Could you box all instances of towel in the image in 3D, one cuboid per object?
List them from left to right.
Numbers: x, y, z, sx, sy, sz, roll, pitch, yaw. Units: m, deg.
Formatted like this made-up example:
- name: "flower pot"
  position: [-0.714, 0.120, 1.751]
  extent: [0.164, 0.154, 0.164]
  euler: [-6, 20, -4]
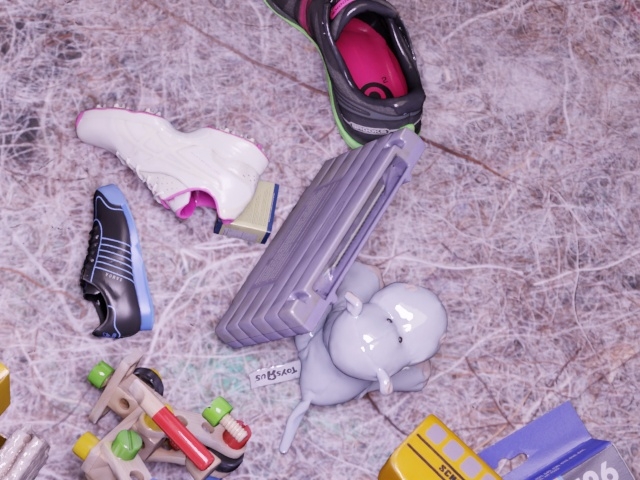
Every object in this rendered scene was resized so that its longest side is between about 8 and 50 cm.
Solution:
- name: "towel"
  position: [-0.441, 0.362, 1.563]
  extent: [0.049, 0.187, 0.282]
  euler: [33, 73, 1]

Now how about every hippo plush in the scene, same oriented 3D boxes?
- name: "hippo plush"
  position: [0.049, 0.123, 1.759]
  extent: [0.294, 0.236, 0.234]
  euler: [-21, 77, -20]

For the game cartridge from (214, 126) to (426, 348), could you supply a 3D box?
- name: "game cartridge"
  position: [0.000, 0.000, 1.792]
  extent: [0.068, 0.230, 0.355]
  euler: [41, 61, -15]

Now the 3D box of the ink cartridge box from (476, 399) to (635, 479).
- name: "ink cartridge box"
  position: [0.344, 0.431, 1.812]
  extent: [0.304, 0.072, 0.307]
  euler: [-27, 81, -20]

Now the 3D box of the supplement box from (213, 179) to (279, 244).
- name: "supplement box"
  position: [-0.114, -0.048, 1.881]
  extent: [0.083, 0.056, 0.083]
  euler: [12, 67, -9]

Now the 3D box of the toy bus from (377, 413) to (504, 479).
- name: "toy bus"
  position: [0.227, 0.407, 1.703]
  extent: [0.333, 0.108, 0.130]
  euler: [43, 64, 12]

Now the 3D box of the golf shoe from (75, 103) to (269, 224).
- name: "golf shoe"
  position: [-0.235, -0.114, 1.826]
  extent: [0.306, 0.115, 0.140]
  euler: [14, 79, 15]

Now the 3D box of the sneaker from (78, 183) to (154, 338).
- name: "sneaker"
  position: [-0.311, 0.030, 1.791]
  extent: [0.090, 0.081, 0.232]
  euler: [-10, 74, -25]

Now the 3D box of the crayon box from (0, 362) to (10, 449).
- name: "crayon box"
  position: [-0.518, 0.158, 1.628]
  extent: [0.318, 0.202, 0.081]
  euler: [38, 66, 1]

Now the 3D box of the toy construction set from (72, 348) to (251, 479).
- name: "toy construction set"
  position: [-0.240, 0.249, 1.623]
  extent: [0.237, 0.309, 0.257]
  euler: [44, 58, 10]

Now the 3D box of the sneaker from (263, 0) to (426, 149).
- name: "sneaker"
  position: [0.042, -0.368, 1.959]
  extent: [0.185, 0.202, 0.482]
  euler: [-26, 78, -22]
